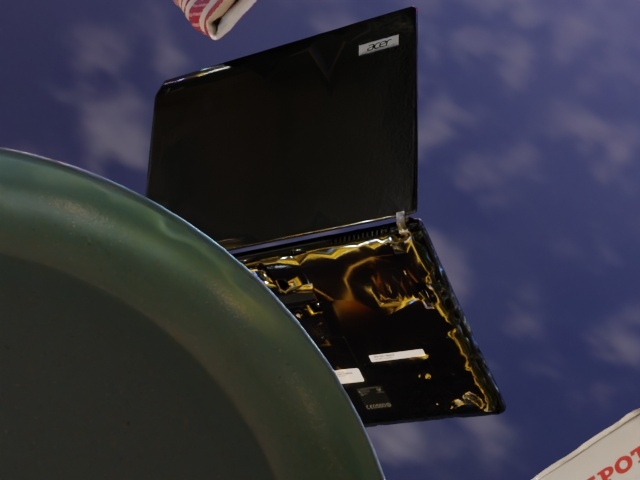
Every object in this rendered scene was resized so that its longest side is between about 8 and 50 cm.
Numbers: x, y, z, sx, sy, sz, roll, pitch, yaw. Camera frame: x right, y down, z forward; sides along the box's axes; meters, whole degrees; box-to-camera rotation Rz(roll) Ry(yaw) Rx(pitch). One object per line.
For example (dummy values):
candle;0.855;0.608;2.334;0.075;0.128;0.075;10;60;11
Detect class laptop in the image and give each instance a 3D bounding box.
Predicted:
laptop;0.000;0.000;0.874;0.264;0.234;0.136;63;-146;-25

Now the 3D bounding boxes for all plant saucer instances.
plant saucer;-0.116;0.115;0.377;0.318;0.044;0.317;13;-120;-23

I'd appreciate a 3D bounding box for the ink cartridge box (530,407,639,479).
ink cartridge box;0.238;0.290;0.827;0.117;0.201;0.278;31;-151;-38

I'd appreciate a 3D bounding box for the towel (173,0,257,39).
towel;-0.038;-0.280;1.000;0.037;0.237;0.329;40;-175;-18
